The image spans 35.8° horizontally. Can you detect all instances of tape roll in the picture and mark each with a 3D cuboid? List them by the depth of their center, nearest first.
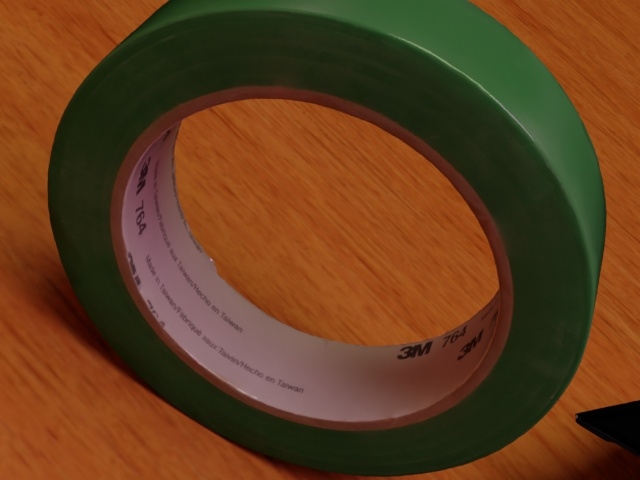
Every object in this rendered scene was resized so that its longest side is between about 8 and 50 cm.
[{"bbox_3d":[0.000,0.000,0.585,0.321,0.321,0.077,33,41,-3],"label":"tape roll"}]

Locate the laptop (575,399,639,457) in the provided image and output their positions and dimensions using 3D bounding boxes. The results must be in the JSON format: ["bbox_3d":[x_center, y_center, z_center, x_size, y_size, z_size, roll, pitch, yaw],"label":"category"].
[{"bbox_3d":[0.389,0.304,0.707,0.382,0.236,0.408,7,73,-55],"label":"laptop"}]
